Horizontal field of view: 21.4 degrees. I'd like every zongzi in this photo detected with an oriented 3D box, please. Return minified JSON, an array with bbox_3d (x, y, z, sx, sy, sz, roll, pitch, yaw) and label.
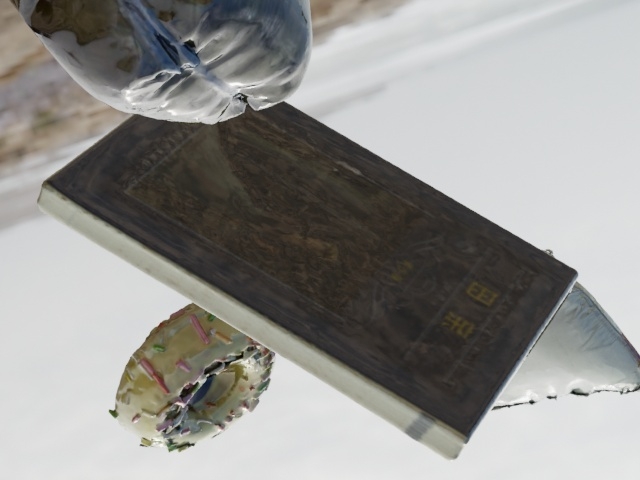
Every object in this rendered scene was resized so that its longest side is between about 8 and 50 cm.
[{"bbox_3d":[-0.121,-0.133,0.597,0.242,0.221,0.112,-12,163,23],"label":"zongzi"}]

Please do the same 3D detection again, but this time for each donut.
[{"bbox_3d":[-0.109,0.125,1.549,0.174,0.068,0.174,-32,151,-20],"label":"donut"}]

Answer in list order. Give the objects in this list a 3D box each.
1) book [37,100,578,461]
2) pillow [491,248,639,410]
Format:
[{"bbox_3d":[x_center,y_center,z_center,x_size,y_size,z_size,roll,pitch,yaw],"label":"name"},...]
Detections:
[{"bbox_3d":[0.000,0.000,0.966,0.191,0.269,0.025,-46,163,-51],"label":"book"},{"bbox_3d":[0.137,0.072,1.260,0.051,0.128,0.229,-43,-166,-29],"label":"pillow"}]
